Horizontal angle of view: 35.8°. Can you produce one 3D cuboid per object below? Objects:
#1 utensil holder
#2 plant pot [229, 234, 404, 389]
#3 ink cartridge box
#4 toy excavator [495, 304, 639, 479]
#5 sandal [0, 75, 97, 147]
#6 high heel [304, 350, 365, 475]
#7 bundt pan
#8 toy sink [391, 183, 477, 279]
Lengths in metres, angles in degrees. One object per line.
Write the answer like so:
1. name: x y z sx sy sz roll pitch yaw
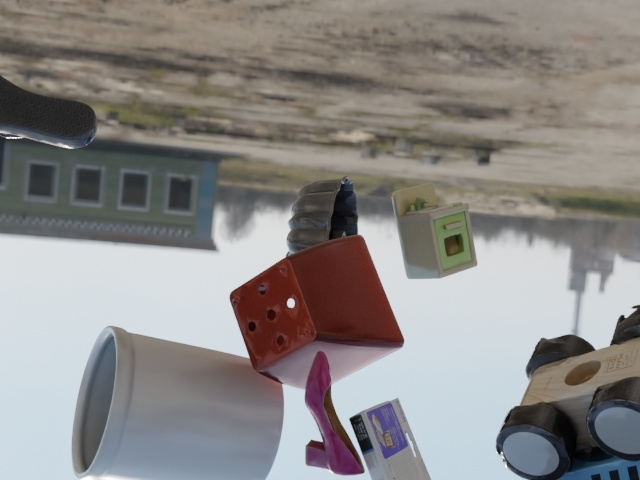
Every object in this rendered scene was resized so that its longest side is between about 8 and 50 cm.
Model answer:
1. utensil holder: -0.313 0.383 2.179 0.385 0.328 0.327 14 180 -23
2. plant pot: -0.032 0.155 2.077 0.267 0.267 0.235 -33 159 32
3. ink cartridge box: 0.145 0.431 1.996 0.045 0.206 0.208 -26 169 22
4. toy excavator: 0.535 0.321 1.390 0.433 0.445 0.222 -24 -162 37
5. sandal: -0.460 -0.187 1.479 0.254 0.097 0.054 20 150 2
6. high heel: 0.032 0.332 1.885 0.117 0.244 0.082 5 -171 17
7. bundt pan: 0.000 0.000 2.472 0.124 0.331 0.331 4 -178 15
8. toy sink: 0.299 -0.029 2.566 0.152 0.234 0.131 -14 -174 -39
